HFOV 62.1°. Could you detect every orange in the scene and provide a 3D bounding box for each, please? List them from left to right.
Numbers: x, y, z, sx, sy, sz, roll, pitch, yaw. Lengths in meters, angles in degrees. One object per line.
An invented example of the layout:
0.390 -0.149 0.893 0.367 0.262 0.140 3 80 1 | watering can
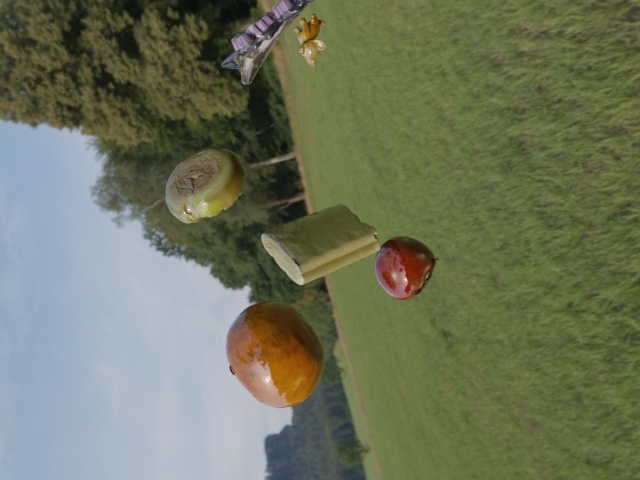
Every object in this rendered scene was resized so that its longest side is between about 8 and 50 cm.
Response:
-0.114 0.294 1.391 0.283 0.226 0.284 54 -175 -6 | orange

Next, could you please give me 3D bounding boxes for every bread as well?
-0.278 -0.135 1.302 0.105 0.214 0.213 45 -155 -51 | bread
0.000 0.000 0.962 0.139 0.178 0.060 43 143 34 | bread

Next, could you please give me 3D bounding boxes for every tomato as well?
0.210 0.066 1.342 0.167 0.168 0.167 -15 -90 -90 | tomato

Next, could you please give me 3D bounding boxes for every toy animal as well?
-0.013 -0.385 1.026 0.060 0.081 0.083 -28 86 54 | toy animal

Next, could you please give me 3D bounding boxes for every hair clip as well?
-0.078 -0.401 0.988 0.084 0.292 0.106 46 -152 -18 | hair clip
